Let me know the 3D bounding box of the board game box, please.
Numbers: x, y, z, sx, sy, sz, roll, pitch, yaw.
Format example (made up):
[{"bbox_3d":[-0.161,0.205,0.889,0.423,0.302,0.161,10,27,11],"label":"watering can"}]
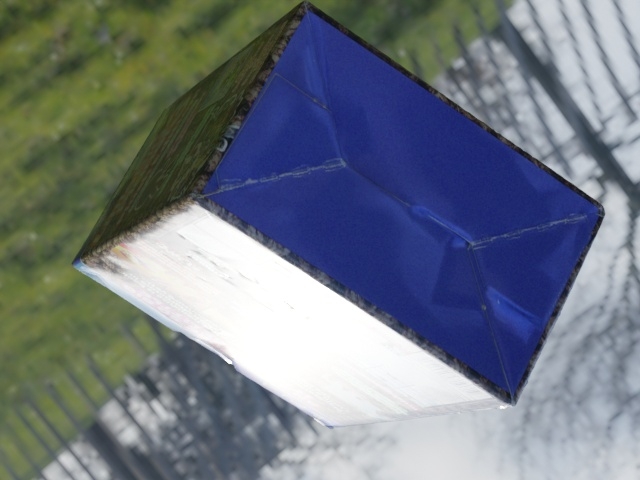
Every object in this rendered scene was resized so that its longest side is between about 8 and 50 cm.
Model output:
[{"bbox_3d":[0.000,0.000,1.115,0.141,0.232,0.291,-61,-165,-18],"label":"board game box"}]
